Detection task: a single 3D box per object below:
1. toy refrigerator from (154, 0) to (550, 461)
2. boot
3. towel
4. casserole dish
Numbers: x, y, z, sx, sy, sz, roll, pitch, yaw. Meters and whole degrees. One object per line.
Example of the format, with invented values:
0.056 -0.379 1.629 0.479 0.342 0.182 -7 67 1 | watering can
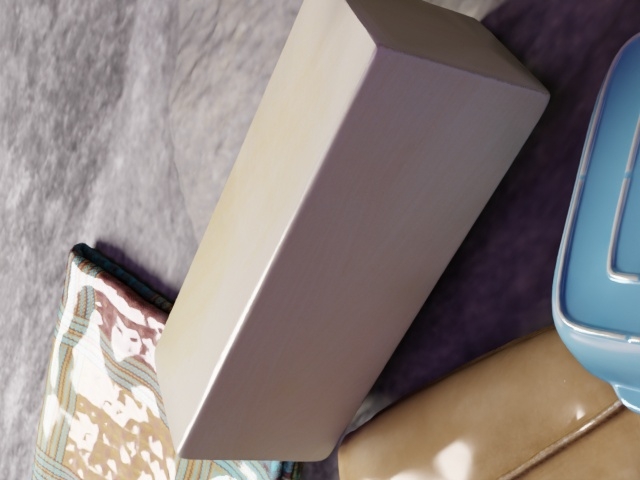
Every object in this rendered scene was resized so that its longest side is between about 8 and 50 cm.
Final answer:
0.000 0.000 0.483 0.269 0.102 0.094 -63 34 31 | toy refrigerator
0.133 0.142 0.409 0.269 0.089 0.236 -43 43 35 | boot
-0.149 0.221 0.710 0.271 0.040 0.370 29 117 29 | towel
0.151 -0.022 0.355 0.114 0.037 0.188 3 72 55 | casserole dish
